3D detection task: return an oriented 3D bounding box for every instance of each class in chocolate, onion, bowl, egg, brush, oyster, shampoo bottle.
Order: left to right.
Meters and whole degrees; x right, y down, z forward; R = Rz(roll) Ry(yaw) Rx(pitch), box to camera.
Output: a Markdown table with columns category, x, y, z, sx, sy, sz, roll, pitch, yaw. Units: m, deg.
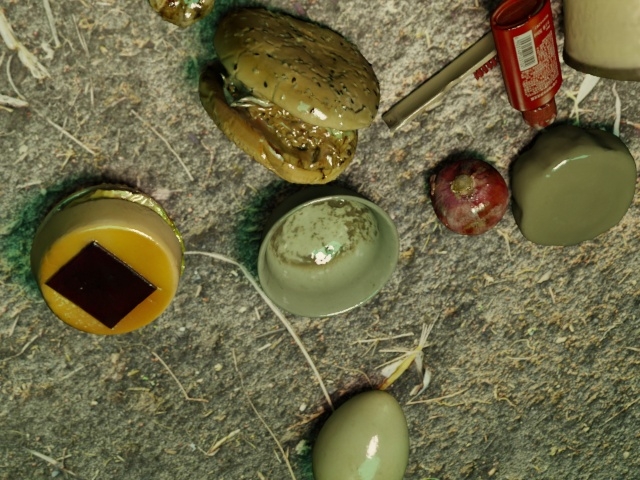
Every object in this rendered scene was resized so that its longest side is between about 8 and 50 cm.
| category | x | y | z | sx | sy | sz | roll | pitch | yaw |
| --- | --- | --- | --- | --- | --- | --- | --- | --- | --- |
| oyster | -0.253 | -0.506 | 1.596 | 0.128 | 0.079 | 0.345 | -9 | 127 | 0 |
| bowl | 0.000 | 0.000 | 1.943 | 0.289 | 0.146 | 0.289 | -9 | 124 | -13 |
| egg | 0.099 | 0.477 | 2.237 | 0.218 | 0.218 | 0.296 | 15 | 105 | -24 |
| brush | 0.261 | -0.312 | 1.870 | 0.321 | 0.060 | 0.050 | -37 | 135 | 9 |
| onion | 0.313 | -0.078 | 1.988 | 0.159 | 0.159 | 0.195 | -37 | 149 | 9 |
| shampoo bottle | 0.394 | -0.332 | 1.827 | 0.118 | 0.076 | 0.314 | -40 | 145 | -5 |
| chocolate | 0.593 | -0.458 | 1.722 | 0.325 | 0.314 | 0.297 | -9 | 120 | -9 |

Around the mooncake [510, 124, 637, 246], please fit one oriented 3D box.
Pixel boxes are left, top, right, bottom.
| category | x | y | z | sx | sy | sz | roll | pitch | yaw |
| --- | --- | --- | --- | --- | --- | --- | --- | --- | --- |
| mooncake | 0.520 | -0.114 | 2.027 | 0.274 | 0.135 | 0.275 | -7 | 127 | -10 |

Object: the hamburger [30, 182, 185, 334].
| category | x | y | z | sx | sy | sz | roll | pitch | yaw |
| --- | --- | --- | --- | --- | --- | --- | --- | --- | --- |
| hamburger | -0.394 | 0.034 | 1.832 | 0.300 | 0.176 | 0.300 | -7 | 124 | -11 |

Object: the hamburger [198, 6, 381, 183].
| category | x | y | z | sx | sy | sz | roll | pitch | yaw |
| --- | --- | --- | --- | --- | --- | --- | --- | --- | --- |
| hamburger | -0.044 | -0.247 | 1.704 | 0.318 | 0.277 | 0.195 | 13 | 126 | -28 |
